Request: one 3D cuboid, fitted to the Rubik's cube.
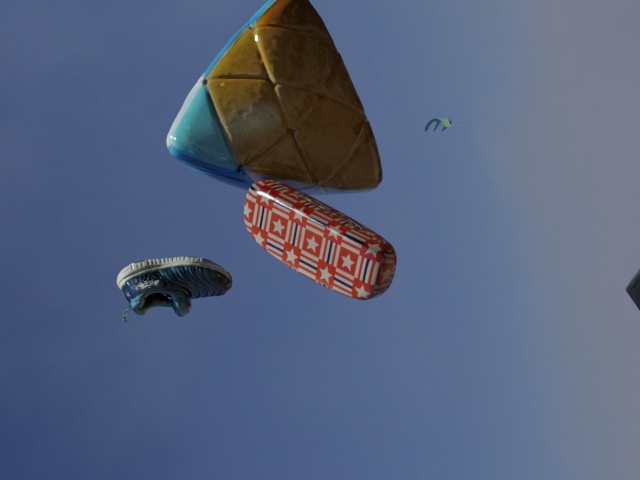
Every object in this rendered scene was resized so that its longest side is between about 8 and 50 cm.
[{"bbox_3d":[-0.041,-0.115,1.472,0.254,0.254,0.254,-13,-90,-74],"label":"Rubik's cube"}]

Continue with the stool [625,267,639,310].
[{"bbox_3d":[0.550,0.078,1.791,0.232,0.141,0.232,44,163,17],"label":"stool"}]

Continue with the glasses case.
[{"bbox_3d":[0.000,0.000,1.321,0.049,0.194,0.073,-15,-54,-46],"label":"glasses case"}]

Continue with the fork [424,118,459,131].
[{"bbox_3d":[0.200,-0.178,1.956,0.235,0.039,0.021,-158,63,-81],"label":"fork"}]

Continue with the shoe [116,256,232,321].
[{"bbox_3d":[-0.179,0.061,1.590,0.064,0.143,0.071,115,149,-64],"label":"shoe"}]
